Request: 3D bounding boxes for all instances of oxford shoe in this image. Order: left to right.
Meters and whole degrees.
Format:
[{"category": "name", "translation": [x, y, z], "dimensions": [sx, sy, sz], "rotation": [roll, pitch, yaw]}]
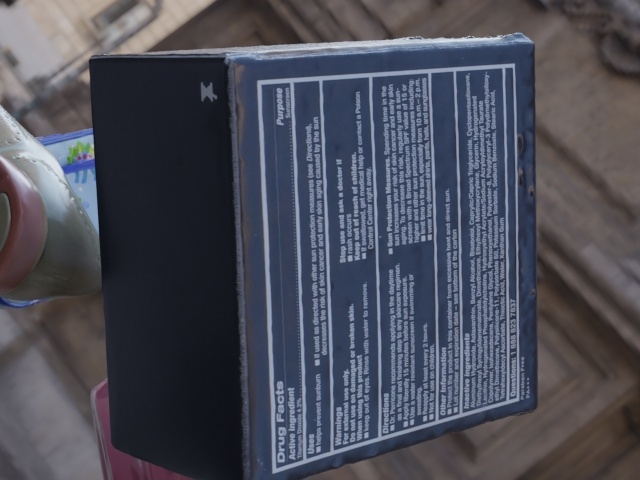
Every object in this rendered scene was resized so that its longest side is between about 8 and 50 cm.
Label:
[{"category": "oxford shoe", "translation": [-0.320, -0.074, 1.215], "dimensions": [0.397, 0.140, 0.146], "rotation": [49, 15, 34]}]

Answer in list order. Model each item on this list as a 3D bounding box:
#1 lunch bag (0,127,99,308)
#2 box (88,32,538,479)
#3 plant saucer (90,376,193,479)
[{"category": "lunch bag", "translation": [-0.290, -0.027, 1.525], "dimensions": [0.090, 0.219, 0.176], "rotation": [-12, -87, 51]}, {"category": "box", "translation": [0.000, 0.000, 1.059], "dimensions": [0.183, 0.294, 0.296], "rotation": [8, -78, 48]}, {"category": "plant saucer", "translation": [-0.153, 0.255, 1.334], "dimensions": [0.332, 0.084, 0.332], "rotation": [169, -90, -78]}]
